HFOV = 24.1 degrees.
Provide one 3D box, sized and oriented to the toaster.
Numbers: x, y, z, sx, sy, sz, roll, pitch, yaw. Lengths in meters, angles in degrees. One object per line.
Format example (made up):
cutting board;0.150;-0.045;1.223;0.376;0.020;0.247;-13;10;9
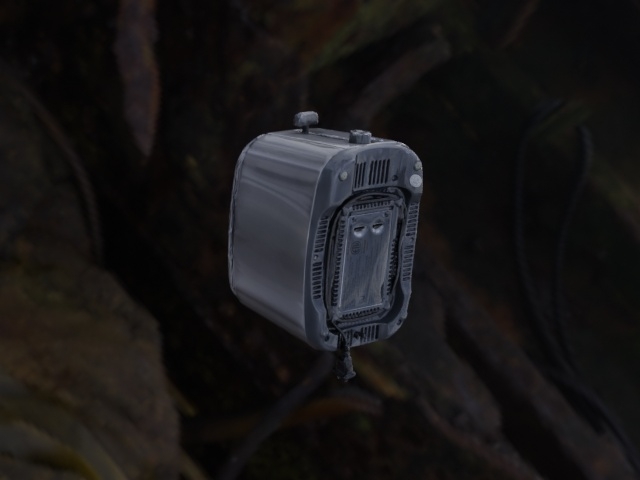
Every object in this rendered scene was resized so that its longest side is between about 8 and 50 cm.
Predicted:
toaster;0.000;0.000;1.369;0.129;0.227;0.146;-11;23;-38
